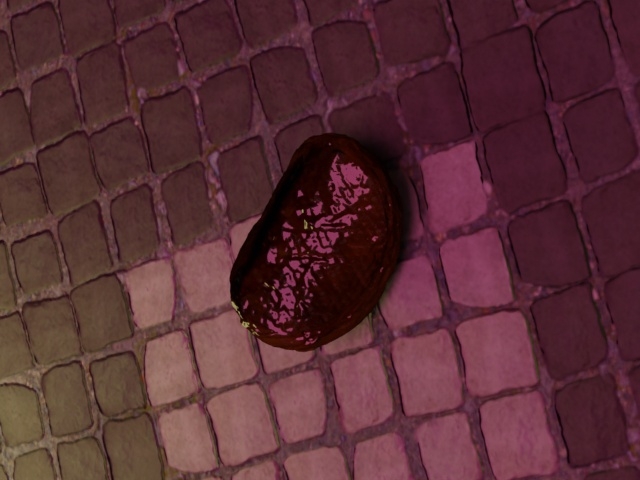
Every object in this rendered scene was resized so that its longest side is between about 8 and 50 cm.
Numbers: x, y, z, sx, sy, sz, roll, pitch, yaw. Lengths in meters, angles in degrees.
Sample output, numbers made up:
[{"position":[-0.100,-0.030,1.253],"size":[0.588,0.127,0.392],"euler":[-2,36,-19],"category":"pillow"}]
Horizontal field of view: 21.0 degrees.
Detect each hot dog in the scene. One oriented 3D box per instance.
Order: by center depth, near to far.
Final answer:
[{"position":[-0.003,-0.001,1.735],"size":[0.160,0.099,0.227],"euler":[42,114,27],"category":"hot dog"}]
